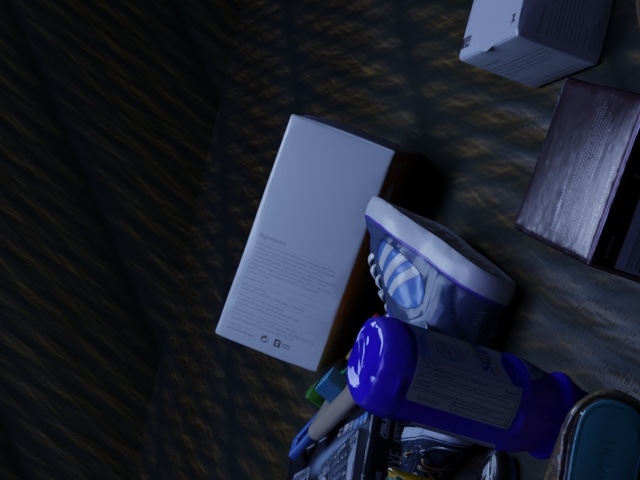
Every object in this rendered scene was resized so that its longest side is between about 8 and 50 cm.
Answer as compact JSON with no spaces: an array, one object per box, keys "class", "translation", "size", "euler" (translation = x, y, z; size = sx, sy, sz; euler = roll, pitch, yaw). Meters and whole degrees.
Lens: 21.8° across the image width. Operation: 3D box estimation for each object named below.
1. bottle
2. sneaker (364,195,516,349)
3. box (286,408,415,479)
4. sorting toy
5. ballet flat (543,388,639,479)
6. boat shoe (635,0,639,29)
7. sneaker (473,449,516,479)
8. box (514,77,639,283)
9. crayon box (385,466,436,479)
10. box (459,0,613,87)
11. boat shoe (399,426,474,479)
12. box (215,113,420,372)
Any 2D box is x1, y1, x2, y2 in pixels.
[{"class":"bottle","translation":[0.170,0.159,1.678],"size":[0.118,0.282,0.092],"euler":[-120,50,-70]},{"class":"sneaker","translation":[0.107,0.096,2.154],"size":[0.236,0.130,0.323],"euler":[-63,34,8]},{"class":"box","translation":[0.027,0.378,2.293],"size":[0.307,0.076,0.242],"euler":[140,145,-61]},{"class":"sorting toy","translation":[0.052,0.169,2.344],"size":[0.348,0.047,0.196],"euler":[-48,8,32]},{"class":"ballet flat","translation":[0.248,0.316,1.601],"size":[0.123,0.123,0.349],"euler":[172,114,-72]},{"class":"boat shoe","translation":[0.398,-0.288,1.754],"size":[0.123,0.123,0.342],"euler":[-28,32,25]},{"class":"sneaker","translation":[0.154,0.308,1.886],"size":[0.188,0.078,0.067],"euler":[-47,10,-15]},{"class":"box","translation":[0.319,-0.049,1.613],"size":[0.203,0.168,0.167],"euler":[-142,70,-72]},{"class":"crayon box","translation":[0.234,0.291,1.274],"size":[0.363,0.313,0.106],"euler":[-165,93,-74]},{"class":"box","translation":[0.281,-0.307,2.104],"size":[0.181,0.119,0.182],"euler":[166,120,-71]},{"class":"boat shoe","translation":[0.141,0.276,2.062],"size":[0.183,0.065,0.083],"euler":[148,135,-74]},{"class":"box","translation":[0.000,0.000,2.489],"size":[0.215,0.168,0.345],"euler":[-11,-58,-76]}]
